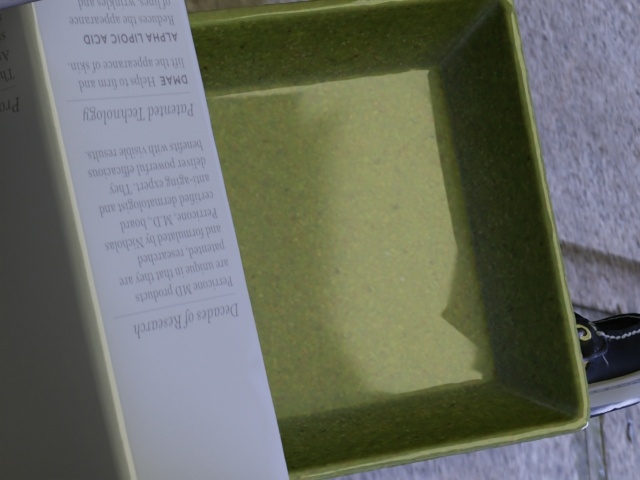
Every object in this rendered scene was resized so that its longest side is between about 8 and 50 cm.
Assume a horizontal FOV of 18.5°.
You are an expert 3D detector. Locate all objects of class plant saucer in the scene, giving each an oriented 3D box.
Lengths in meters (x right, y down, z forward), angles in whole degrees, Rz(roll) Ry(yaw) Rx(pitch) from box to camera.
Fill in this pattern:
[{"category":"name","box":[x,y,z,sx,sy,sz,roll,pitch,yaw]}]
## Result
[{"category":"plant saucer","box":[0.000,0.000,0.789,0.188,0.045,0.188,-8,85,-18]}]

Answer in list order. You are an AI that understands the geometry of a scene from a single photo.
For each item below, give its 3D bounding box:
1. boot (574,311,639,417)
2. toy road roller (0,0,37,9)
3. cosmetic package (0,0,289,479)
[{"category":"boot","box":[0.075,0.000,0.908,0.236,0.085,0.178,-8,87,-47]},{"category":"toy road roller","box":[-0.143,-0.219,0.478,0.202,0.329,0.240,-25,141,-54]},{"category":"cosmetic package","box":[-0.098,-0.008,0.656,0.085,0.117,0.231,-13,90,-54]}]
